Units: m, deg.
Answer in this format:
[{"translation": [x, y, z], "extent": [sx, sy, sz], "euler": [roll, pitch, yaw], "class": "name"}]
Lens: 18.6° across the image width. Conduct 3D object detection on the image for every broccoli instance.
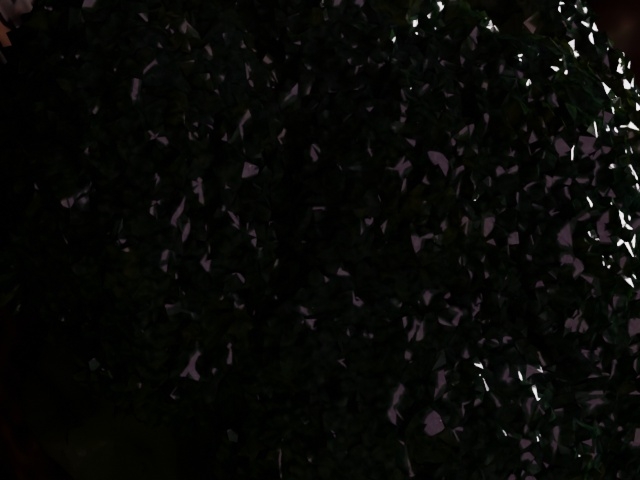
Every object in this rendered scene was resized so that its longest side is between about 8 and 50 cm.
[{"translation": [0.000, 0.000, 0.426], "extent": [0.195, 0.156, 0.195], "euler": [26, 53, -41], "class": "broccoli"}]

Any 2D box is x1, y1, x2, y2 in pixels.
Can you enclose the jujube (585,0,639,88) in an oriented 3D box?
[{"translation": [0.175, 0.045, 0.630], "extent": [0.342, 0.216, 0.216], "euler": [46, 40, -22], "class": "jujube"}]
